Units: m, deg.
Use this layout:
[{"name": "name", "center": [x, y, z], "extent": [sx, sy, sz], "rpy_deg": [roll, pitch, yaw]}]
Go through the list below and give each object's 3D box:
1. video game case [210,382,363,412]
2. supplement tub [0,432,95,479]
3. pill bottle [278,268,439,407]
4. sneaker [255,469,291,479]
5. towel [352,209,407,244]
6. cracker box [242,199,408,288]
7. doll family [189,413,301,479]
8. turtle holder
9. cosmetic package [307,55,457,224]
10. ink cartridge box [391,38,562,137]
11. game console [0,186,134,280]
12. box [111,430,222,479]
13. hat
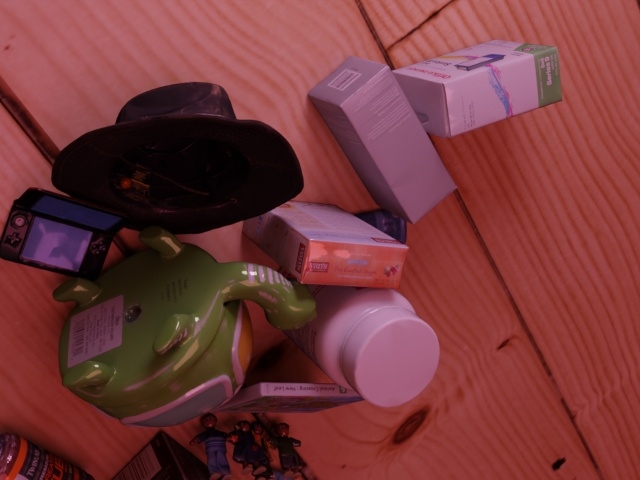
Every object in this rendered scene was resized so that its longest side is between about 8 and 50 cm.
[{"name": "video game case", "center": [-0.048, 0.248, 1.257], "extent": [0.193, 0.212, 0.023], "rpy_deg": [6, 70, -28]}, {"name": "supplement tub", "center": [-0.427, 0.344, 1.152], "extent": [0.198, 0.106, 0.106], "rpy_deg": [41, 87, -31]}, {"name": "pill bottle", "center": [0.047, 0.126, 1.206], "extent": [0.160, 0.283, 0.160], "rpy_deg": [-9, 110, -24]}, {"name": "sneaker", "center": [-0.080, 0.473, 1.390], "extent": [0.073, 0.063, 0.162], "rpy_deg": [6, 104, -31]}, {"name": "towel", "center": [0.087, -0.016, 1.326], "extent": [0.119, 0.029, 0.067], "rpy_deg": [-11, 111, -22]}, {"name": "cracker box", "center": [0.000, 0.000, 1.170], "extent": [0.156, 0.232, 0.067], "rpy_deg": [5, 104, -27]}, {"name": "doll family", "center": [-0.118, 0.332, 1.301], "extent": [0.076, 0.111, 0.193], "rpy_deg": [-38, 139, 28]}, {"name": "turtle holder", "center": [-0.191, 0.120, 1.117], "extent": [0.320, 0.243, 0.227], "rpy_deg": [-44, 135, -8]}, {"name": "cosmetic package", "center": [0.095, -0.151, 1.229], "extent": [0.107, 0.127, 0.238], "rpy_deg": [-42, 121, -7]}, {"name": "ink cartridge box", "center": [0.241, -0.240, 1.252], "extent": [0.212, 0.154, 0.093], "rpy_deg": [-21, 115, -18]}, {"name": "game console", "center": [-0.344, -0.005, 1.086], "extent": [0.144, 0.085, 0.124], "rpy_deg": [18, 98, -29]}, {"name": "box", "center": [-0.220, 0.444, 1.250], "extent": [0.168, 0.167, 0.203], "rpy_deg": [-45, 120, -6]}, {"name": "hat", "center": [-0.181, -0.126, 1.064], "extent": [0.331, 0.331, 0.134], "rpy_deg": [14, 61, -29]}]
